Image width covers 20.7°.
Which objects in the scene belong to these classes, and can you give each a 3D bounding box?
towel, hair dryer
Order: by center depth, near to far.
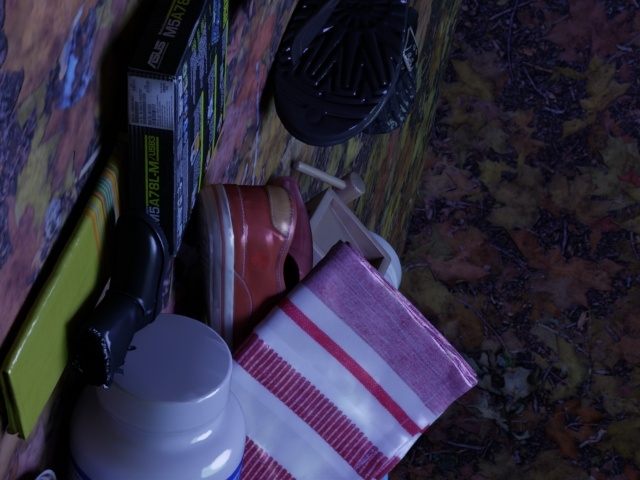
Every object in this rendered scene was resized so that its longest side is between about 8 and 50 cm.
[{"bbox_3d":[-0.192,0.031,1.347,0.102,0.021,0.237,89,19,-53],"label":"towel"},{"bbox_3d":[-0.016,0.187,1.787,0.329,0.237,0.037,-47,-149,-2],"label":"towel"},{"bbox_3d":[-0.053,0.068,2.038,0.223,0.080,0.294,117,-24,-83],"label":"hair dryer"}]

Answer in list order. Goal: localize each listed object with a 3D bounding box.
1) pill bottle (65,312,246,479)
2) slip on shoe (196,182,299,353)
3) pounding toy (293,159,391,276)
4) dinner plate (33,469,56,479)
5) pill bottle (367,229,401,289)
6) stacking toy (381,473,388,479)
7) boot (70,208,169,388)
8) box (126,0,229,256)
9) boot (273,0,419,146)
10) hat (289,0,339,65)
[{"bbox_3d":[-0.144,0.199,1.516,0.152,0.152,0.272,-63,167,-51],"label":"pill bottle"},{"bbox_3d":[-0.070,0.056,1.803,0.331,0.101,0.123,93,-14,-54],"label":"slip on shoe"},{"bbox_3d":[-0.004,-0.010,2.211,0.094,0.181,0.206,-34,-165,30],"label":"pounding toy"},{"bbox_3d":[-0.246,0.252,1.413,0.141,0.017,0.141,17,90,-81],"label":"dinner plate"},{"bbox_3d":[0.013,0.107,2.337,0.283,0.160,0.160,-62,165,-55],"label":"pill bottle"},{"bbox_3d":[-0.024,0.307,2.080,0.302,0.165,0.175,61,28,-65],"label":"stacking toy"},{"bbox_3d":[-0.160,0.048,1.369,0.099,0.045,0.121,-54,156,-46],"label":"boot"},{"bbox_3d":[-0.113,-0.116,1.411,0.184,0.045,0.191,-78,175,-45],"label":"box"},{"bbox_3d":[0.040,-0.193,2.043,0.260,0.131,0.348,93,15,-57],"label":"boot"},{"bbox_3d":[0.009,-0.329,1.578,0.331,0.134,0.331,-58,-177,5],"label":"hat"}]
